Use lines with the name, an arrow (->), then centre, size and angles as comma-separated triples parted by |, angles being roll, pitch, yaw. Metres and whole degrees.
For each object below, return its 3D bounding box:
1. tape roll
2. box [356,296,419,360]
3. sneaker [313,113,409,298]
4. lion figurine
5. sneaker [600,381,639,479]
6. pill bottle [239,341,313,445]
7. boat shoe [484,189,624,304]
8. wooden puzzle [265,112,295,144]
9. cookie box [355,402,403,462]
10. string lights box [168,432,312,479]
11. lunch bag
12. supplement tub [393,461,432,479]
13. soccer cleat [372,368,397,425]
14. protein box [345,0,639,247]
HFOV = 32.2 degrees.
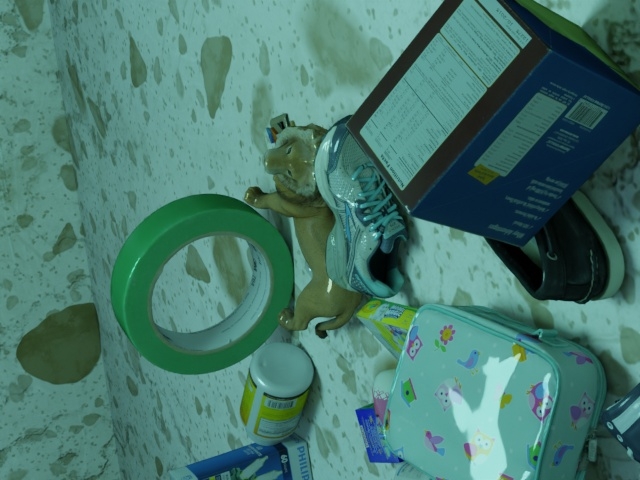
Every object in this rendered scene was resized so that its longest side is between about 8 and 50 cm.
tape roll -> -0.205, 0.079, 1.951 | 0.077, 0.321, 0.321 | 40, 138, 52
box -> 0.132, 0.135, 1.542 | 0.105, 0.043, 0.179 | 48, 166, -22
sneaker -> 0.075, -0.045, 1.580 | 0.122, 0.110, 0.283 | 26, 134, 45
lion figurine -> 0.000, 0.000, 1.734 | 0.240, 0.142, 0.392 | 8, 125, 56
sneaker -> 0.350, 0.256, 1.125 | 0.153, 0.099, 0.282 | 42, 133, 43
pill bottle -> -0.086, 0.292, 2.059 | 0.117, 0.117, 0.215 | 59, 151, 32
boat shoe -> 0.200, -0.054, 1.261 | 0.340, 0.113, 0.127 | 60, 152, 31
wooden puzzle -> -0.066, -0.177, 1.885 | 0.116, 0.014, 0.078 | -24, 81, 66
cookie box -> 0.103, 0.302, 1.751 | 0.107, 0.040, 0.091 | -23, 82, 65
string lights box -> -0.147, 0.470, 2.114 | 0.077, 0.260, 0.133 | 18, 120, 62
lunch bag -> 0.208, 0.195, 1.323 | 0.279, 0.108, 0.224 | 22, 99, 51
supplement tub -> 0.159, 0.361, 1.628 | 0.107, 0.071, 0.071 | -13, 91, 66
soccer cleat -> 0.193, 0.276, 1.487 | 0.331, 0.116, 0.143 | 54, 135, 32
protein box -> 0.176, -0.122, 1.089 | 0.201, 0.200, 0.136 | -50, 51, 24
